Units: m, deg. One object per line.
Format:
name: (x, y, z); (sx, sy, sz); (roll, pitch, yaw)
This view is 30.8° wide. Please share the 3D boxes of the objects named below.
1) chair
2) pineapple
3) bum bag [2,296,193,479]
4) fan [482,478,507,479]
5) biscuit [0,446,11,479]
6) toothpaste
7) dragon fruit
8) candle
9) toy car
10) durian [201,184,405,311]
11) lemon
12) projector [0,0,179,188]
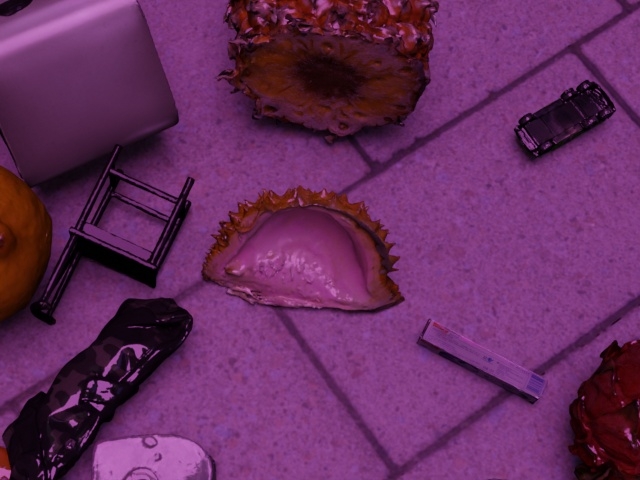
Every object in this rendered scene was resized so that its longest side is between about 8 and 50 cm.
chair: (-0.296, 0.015, 1.672); (0.141, 0.154, 0.260); (24, 75, -2)
pineapple: (0.015, -0.344, 1.735); (0.353, 0.352, 0.300); (0, 68, -3)
bum bag: (-0.318, 0.204, 1.629); (0.144, 0.095, 0.340); (15, 57, 45)
fan: (0.250, 0.443, 1.621); (0.132, 0.009, 0.219); (0, 69, -3)
biscuit: (-0.485, 0.350, 1.593); (0.170, 0.050, 0.170); (1, 68, -3)
toothpaste: (0.237, 0.177, 1.703); (0.196, 0.047, 0.040); (27, 73, 7)
dragon fruit: (0.468, 0.242, 1.588); (0.244, 0.244, 0.298); (17, 87, 3)
candle: (-0.247, 0.338, 1.602); (0.168, 0.068, 0.192); (38, 69, 14)
toy car: (0.385, -0.188, 1.843); (0.165, 0.062, 0.071); (-29, 73, -14)
durian: (-0.010, -0.008, 1.688); (0.305, 0.195, 0.185); (16, 62, 5)
lemon: (-0.503, 0.004, 1.607); (0.284, 0.260, 0.260); (-16, 65, 31)
projector: (-0.377, -0.255, 1.700); (0.249, 0.248, 0.248); (-25, 34, -12)
